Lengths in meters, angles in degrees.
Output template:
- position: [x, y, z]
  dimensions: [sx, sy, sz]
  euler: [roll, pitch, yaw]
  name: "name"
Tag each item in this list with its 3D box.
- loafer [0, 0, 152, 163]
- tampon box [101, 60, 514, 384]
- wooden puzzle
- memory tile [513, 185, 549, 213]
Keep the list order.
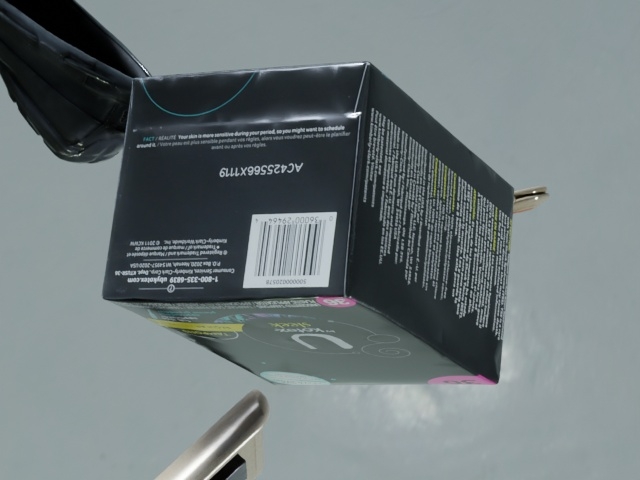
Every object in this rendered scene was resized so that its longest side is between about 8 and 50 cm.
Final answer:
- position: [-0.178, -0.146, 1.029]
  dimensions: [0.223, 0.076, 0.078]
  euler: [49, 120, 8]
  name: "loafer"
- position: [0.000, 0.000, 0.778]
  dimensions: [0.120, 0.161, 0.101]
  euler: [-2, 72, 28]
  name: "tampon box"
- position: [-0.114, 0.206, 1.159]
  dimensions: [0.221, 0.239, 0.044]
  euler: [-42, 81, -15]
  name: "wooden puzzle"
- position: [0.054, -0.009, 1.002]
  dimensions: [0.113, 0.148, 0.012]
  euler: [-17, 84, 38]
  name: "memory tile"
